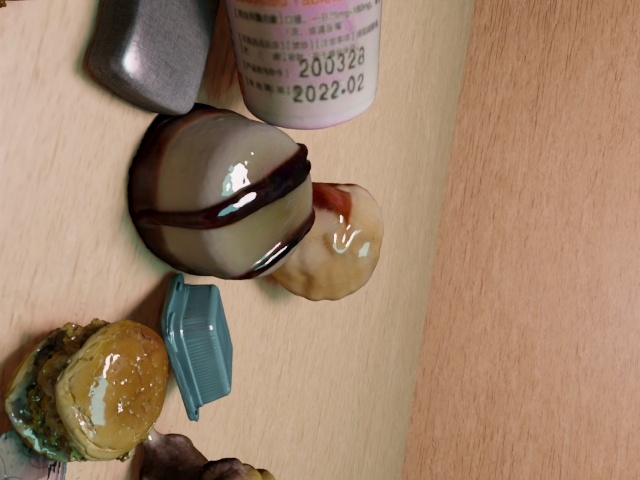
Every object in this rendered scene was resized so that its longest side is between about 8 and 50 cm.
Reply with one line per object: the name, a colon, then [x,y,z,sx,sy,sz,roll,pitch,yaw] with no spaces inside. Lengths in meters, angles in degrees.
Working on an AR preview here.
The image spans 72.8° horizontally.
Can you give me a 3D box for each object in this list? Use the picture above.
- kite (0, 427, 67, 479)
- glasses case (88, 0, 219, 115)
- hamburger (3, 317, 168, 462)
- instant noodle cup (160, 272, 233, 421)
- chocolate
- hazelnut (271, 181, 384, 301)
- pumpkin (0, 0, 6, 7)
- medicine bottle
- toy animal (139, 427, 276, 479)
kite: [-0.315,0.221,0.383,0.335,0.011,0.315,-64,134,-84]
glasses case: [-0.195,-0.330,0.559,0.131,0.074,0.324,23,77,-63]
hamburger: [-0.242,0.175,0.492,0.159,0.131,0.185,-84,159,-54]
instant noodle cup: [-0.174,0.150,0.639,0.157,0.070,0.179,-114,-164,-64]
chocolate: [-0.117,-0.065,0.653,0.283,0.186,0.284,-23,116,-59]
hazelnut: [0.000,0.000,0.884,0.261,0.241,0.261,-6,101,-32]
pumpkin: [-0.301,-0.224,0.320,0.190,0.139,0.281,45,59,-56]
medicine bottle: [-0.024,-0.364,0.568,0.389,0.219,0.219,88,26,-45]
toy animal: [-0.168,0.356,0.623,0.121,0.233,0.169,-34,134,-48]
